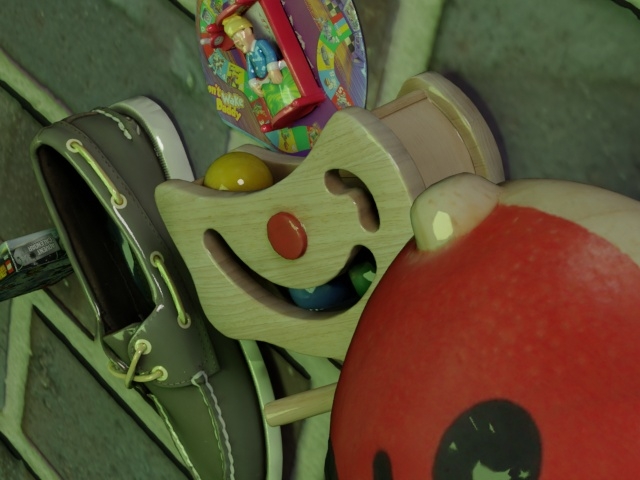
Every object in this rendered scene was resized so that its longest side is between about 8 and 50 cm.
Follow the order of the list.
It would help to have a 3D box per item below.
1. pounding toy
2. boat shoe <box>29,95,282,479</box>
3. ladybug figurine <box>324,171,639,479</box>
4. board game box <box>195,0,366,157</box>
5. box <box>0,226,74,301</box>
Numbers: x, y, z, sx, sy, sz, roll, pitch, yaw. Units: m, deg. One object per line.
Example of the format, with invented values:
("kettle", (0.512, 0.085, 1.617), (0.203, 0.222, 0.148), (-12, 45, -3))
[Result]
("pounding toy", (0.000, 0.000, 0.841), (0.269, 0.155, 0.154), (9, 118, 43))
("boat shoe", (-0.116, 0.052, 1.074), (0.109, 0.091, 0.305), (-22, 87, 54))
("ladybug figurine", (0.137, 0.183, 0.659), (0.305, 0.162, 0.449), (-26, 94, 54))
("board game box", (-0.040, -0.113, 0.953), (0.168, 0.033, 0.133), (32, 129, 41))
("box", (-0.226, 0.019, 1.199), (0.137, 0.094, 0.027), (-28, 83, 54))
